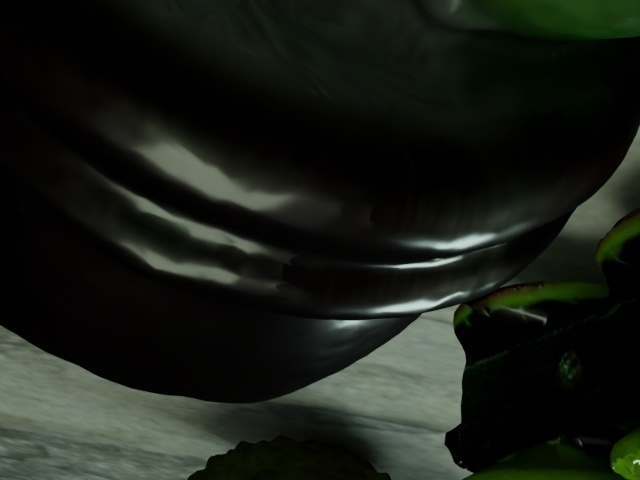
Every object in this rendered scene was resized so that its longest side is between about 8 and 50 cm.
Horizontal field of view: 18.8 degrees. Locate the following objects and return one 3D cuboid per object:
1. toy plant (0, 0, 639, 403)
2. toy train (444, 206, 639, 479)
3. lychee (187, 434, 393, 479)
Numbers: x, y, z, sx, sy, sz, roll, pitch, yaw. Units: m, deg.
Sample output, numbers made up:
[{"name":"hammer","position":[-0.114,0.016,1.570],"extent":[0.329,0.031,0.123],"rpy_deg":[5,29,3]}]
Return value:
[{"name":"toy plant","position":[0.005,-0.077,0.402],"extent":[0.218,0.175,0.235],"rpy_deg":[24,131,-7]},{"name":"toy train","position":[0.162,0.049,0.666],"extent":[0.160,0.100,0.296],"rpy_deg":[17,158,-24]},{"name":"lychee","position":[-0.006,0.178,1.001],"extent":[0.171,0.171,0.171],"rpy_deg":[13,157,5]}]
